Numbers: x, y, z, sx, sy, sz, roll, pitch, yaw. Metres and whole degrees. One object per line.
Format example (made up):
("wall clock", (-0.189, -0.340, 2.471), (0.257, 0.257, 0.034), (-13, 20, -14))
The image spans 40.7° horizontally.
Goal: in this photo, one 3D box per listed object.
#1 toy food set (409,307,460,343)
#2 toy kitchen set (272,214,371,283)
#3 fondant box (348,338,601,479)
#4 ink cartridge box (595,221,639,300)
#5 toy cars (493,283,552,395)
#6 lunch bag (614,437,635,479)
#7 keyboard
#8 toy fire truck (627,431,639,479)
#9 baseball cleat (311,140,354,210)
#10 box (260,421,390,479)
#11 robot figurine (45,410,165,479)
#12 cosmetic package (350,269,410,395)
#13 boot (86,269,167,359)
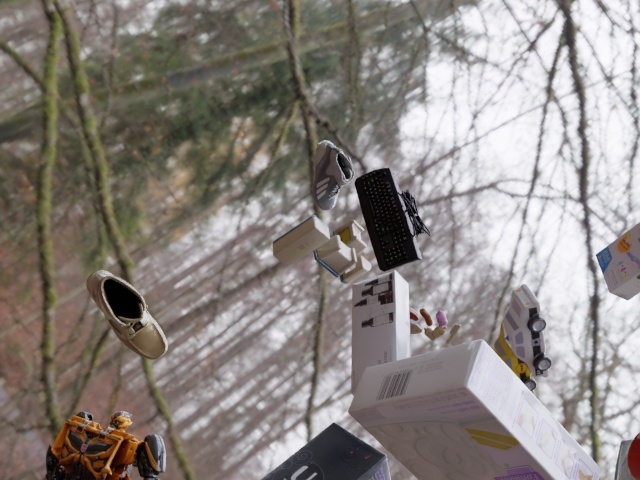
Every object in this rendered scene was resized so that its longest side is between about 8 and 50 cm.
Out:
("toy food set", (0.211, 0.161, 1.711), (0.122, 0.019, 0.078), (20, -51, -6))
("toy kitchen set", (0.000, 0.000, 1.949), (0.207, 0.122, 0.166), (40, 28, -35))
("fondant box", (0.240, 0.312, 1.343), (0.238, 0.096, 0.330), (-23, -60, 43))
("ink cartridge box", (0.649, 0.025, 1.721), (0.181, 0.062, 0.104), (-45, -144, 35))
("toy cars", (0.413, 0.230, 1.838), (0.393, 0.087, 0.176), (77, -2, -67))
("lunch bag", (0.768, 0.590, 1.977), (0.160, 0.262, 0.223), (19, -20, 2))
("keyboard", (0.120, -0.048, 1.457), (0.038, 0.100, 0.192), (53, 19, -60))
("toy fire truck", (0.669, 0.311, 1.432), (0.169, 0.302, 0.253), (12, -92, 61))
("baseball cleat", (0.029, -0.137, 2.053), (0.109, 0.072, 0.206), (34, -32, 34))
("box", (-0.003, 0.527, 1.762), (0.165, 0.270, 0.143), (23, -45, 43))
("robot figurine", (-0.320, 0.364, 1.144), (0.211, 0.291, 0.085), (8, -18, 30))
("cosmetic package", (0.110, 0.177, 1.597), (0.099, 0.239, 0.060), (-21, -43, 27))
("boot", (-0.355, 0.148, 1.631), (0.213, 0.077, 0.165), (54, -18, -14))
